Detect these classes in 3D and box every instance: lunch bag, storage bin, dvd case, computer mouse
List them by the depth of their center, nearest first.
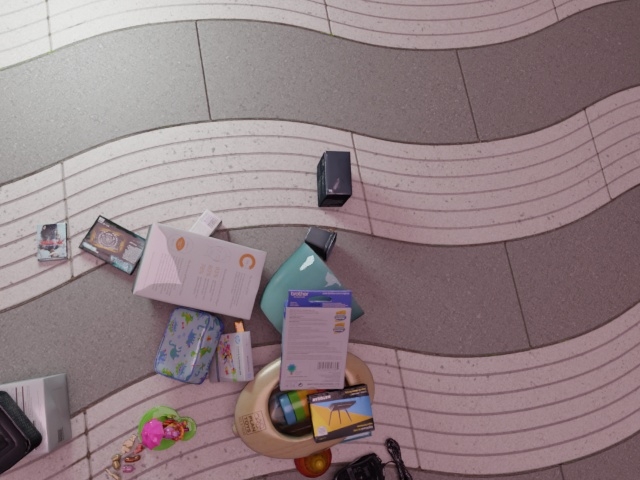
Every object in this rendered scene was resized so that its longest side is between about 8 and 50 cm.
[{"bbox_3d":[-0.810,0.480,1.230,0.122,0.084,0.180,-39,89,-14],"label":"storage bin"},{"bbox_3d":[-0.405,0.317,1.510,0.176,0.090,0.218,6,72,30],"label":"lunch bag"},{"bbox_3d":[0.166,0.769,1.565,0.262,0.060,0.184,-22,79,-25],"label":"computer mouse"},{"bbox_3d":[-0.852,0.005,1.567,0.087,0.013,0.119,-5,80,-11],"label":"dvd case"},{"bbox_3d":[0.000,0.000,1.662,0.091,0.135,0.098,24,75,5],"label":"storage bin"}]

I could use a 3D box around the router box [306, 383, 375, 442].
[{"bbox_3d":[0.059,0.501,1.438,0.179,0.046,0.133,-8,81,-12],"label":"router box"}]

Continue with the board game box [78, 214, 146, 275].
[{"bbox_3d":[-0.662,0.015,1.591,0.186,0.026,0.126,29,75,-3],"label":"board game box"}]

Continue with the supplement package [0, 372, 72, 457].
[{"bbox_3d":[-0.865,0.496,1.365,0.263,0.199,0.197,-8,81,-12],"label":"supplement package"}]

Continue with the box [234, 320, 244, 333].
[{"bbox_3d":[-0.250,0.326,1.570,0.028,0.081,0.136,-13,81,-13],"label":"box"}]

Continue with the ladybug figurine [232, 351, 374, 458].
[{"bbox_3d":[-0.056,0.495,1.527,0.450,0.162,0.304,-15,82,-13],"label":"ladybug figurine"}]

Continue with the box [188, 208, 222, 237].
[{"bbox_3d":[-0.443,0.042,1.605,0.067,0.063,0.323,36,75,-1],"label":"box"}]

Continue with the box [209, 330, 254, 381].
[{"bbox_3d":[-0.279,0.359,1.512,0.038,0.186,0.145,5,75,-47],"label":"box"}]

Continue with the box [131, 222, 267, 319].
[{"bbox_3d":[-0.369,0.096,1.503,0.346,0.168,0.214,17,82,-21],"label":"box"}]

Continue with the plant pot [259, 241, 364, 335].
[{"bbox_3d":[-0.045,0.192,1.539,0.235,0.293,0.293,-41,88,-5],"label":"plant pot"}]

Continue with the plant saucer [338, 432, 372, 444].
[{"bbox_3d":[0.069,0.621,1.598,0.192,0.018,0.067,-9,80,-11],"label":"plant saucer"}]

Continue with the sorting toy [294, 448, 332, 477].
[{"bbox_3d":[-0.014,0.791,1.471,0.127,0.126,0.364,3,75,-10],"label":"sorting toy"}]

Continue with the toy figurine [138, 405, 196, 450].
[{"bbox_3d":[-0.456,0.563,1.444,0.173,0.159,0.129,7,77,-9],"label":"toy figurine"}]

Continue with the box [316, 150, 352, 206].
[{"bbox_3d":[0.045,-0.208,1.695,0.093,0.158,0.155,0,79,-10],"label":"box"}]

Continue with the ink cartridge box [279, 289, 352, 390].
[{"bbox_3d":[-0.016,0.275,1.397,0.186,0.065,0.310,2,108,-10],"label":"ink cartridge box"}]

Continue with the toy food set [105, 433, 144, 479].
[{"bbox_3d":[-0.578,0.652,1.478,0.078,0.019,0.122,41,67,0],"label":"toy food set"}]
